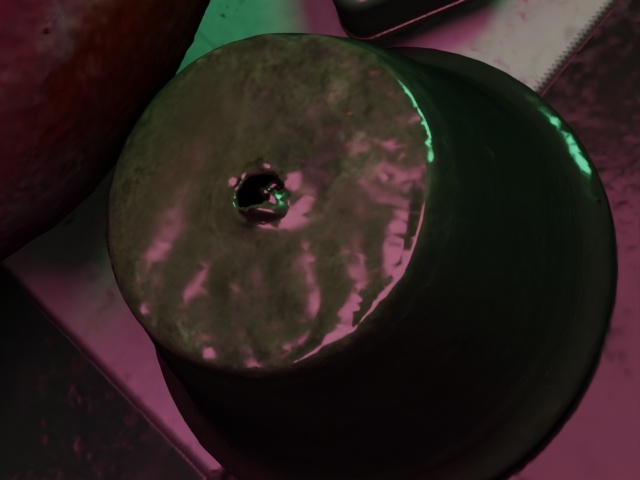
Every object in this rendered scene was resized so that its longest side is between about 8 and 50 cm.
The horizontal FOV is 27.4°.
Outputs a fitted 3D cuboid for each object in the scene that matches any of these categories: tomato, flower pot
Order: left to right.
[{"bbox_3d":[-0.146,-0.099,0.598,0.289,0.335,0.176,-33,110,2],"label":"tomato"},{"bbox_3d":[0.000,0.000,0.576,0.235,0.148,0.235,-6,74,20],"label":"flower pot"}]

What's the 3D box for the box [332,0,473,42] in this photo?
[{"bbox_3d":[0.037,-0.166,0.658,0.091,0.031,0.126,-20,60,13],"label":"box"}]
